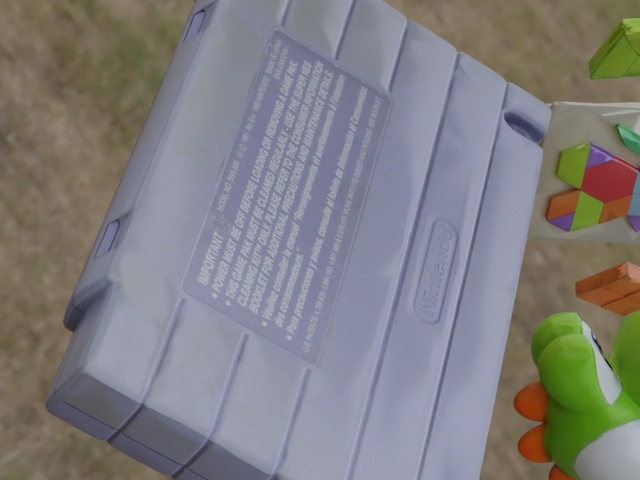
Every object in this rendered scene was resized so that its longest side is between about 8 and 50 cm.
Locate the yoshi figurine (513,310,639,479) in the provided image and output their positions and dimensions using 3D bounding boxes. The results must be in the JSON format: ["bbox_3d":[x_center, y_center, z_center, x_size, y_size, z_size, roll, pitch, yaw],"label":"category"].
[{"bbox_3d":[0.318,0.184,1.627,0.203,0.203,0.362,12,-36,53],"label":"yoshi figurine"}]

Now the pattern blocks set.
[{"bbox_3d":[0.238,-0.045,1.404,0.285,0.325,0.026,75,12,-44],"label":"pattern blocks set"}]

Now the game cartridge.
[{"bbox_3d":[0.000,0.000,1.055,0.230,0.068,0.355,28,46,-11],"label":"game cartridge"}]

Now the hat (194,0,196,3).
[{"bbox_3d":[0.016,-0.219,1.392,0.208,0.183,0.173,96,10,-52],"label":"hat"}]
